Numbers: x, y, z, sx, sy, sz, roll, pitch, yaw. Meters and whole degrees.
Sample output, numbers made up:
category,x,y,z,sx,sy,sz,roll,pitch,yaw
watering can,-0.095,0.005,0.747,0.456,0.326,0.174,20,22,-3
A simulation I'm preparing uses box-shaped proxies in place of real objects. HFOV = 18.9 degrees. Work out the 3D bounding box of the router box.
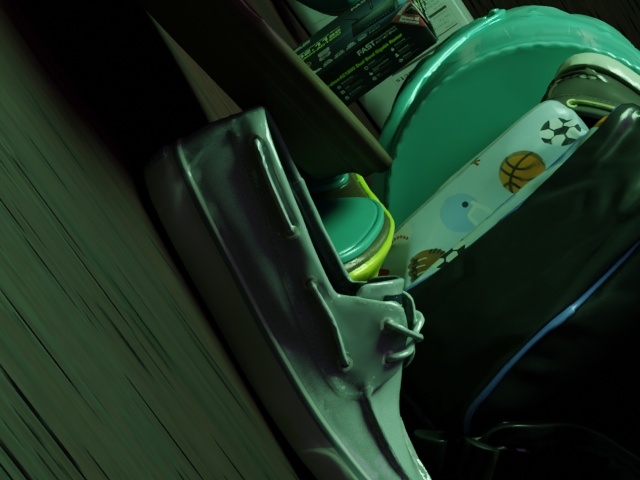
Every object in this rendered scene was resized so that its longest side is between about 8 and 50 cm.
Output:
category,x,y,z,sx,sy,sz,roll,pitch,yaw
router box,0.030,-0.152,1.520,0.038,0.122,0.092,51,12,-22

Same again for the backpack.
category,x,y,z,sx,sy,sz,roll,pitch,yaw
backpack,0.167,0.061,1.250,0.213,0.276,0.263,50,-3,43

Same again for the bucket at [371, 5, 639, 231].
category,x,y,z,sx,sy,sz,roll,pitch,yaw
bucket,0.169,-0.039,1.478,0.281,0.281,0.183,58,9,-5

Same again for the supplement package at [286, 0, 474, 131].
category,x,y,z,sx,sy,sz,roll,pitch,yaw
supplement package,0.062,-0.228,1.886,0.244,0.134,0.139,51,12,-38

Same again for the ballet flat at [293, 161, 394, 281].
category,x,y,z,sx,sy,sz,roll,pitch,yaw
ballet flat,0.000,0.000,1.069,0.231,0.077,0.077,-102,-174,-66

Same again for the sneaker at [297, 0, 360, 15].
category,x,y,z,sx,sy,sz,roll,pitch,yaw
sneaker,-0.054,-0.327,1.710,0.302,0.108,0.121,54,7,23

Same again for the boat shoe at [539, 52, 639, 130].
category,x,y,z,sx,sy,sz,roll,pitch,yaw
boat shoe,0.252,-0.042,1.330,0.228,0.081,0.068,31,45,3

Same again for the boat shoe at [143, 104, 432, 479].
category,x,y,z,sx,sy,sz,roll,pitch,yaw
boat shoe,0.005,0.040,0.908,0.227,0.081,0.079,58,9,-3

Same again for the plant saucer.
category,x,y,z,sx,sy,sz,roll,pitch,yaw
plant saucer,-0.069,-0.129,1.013,0.278,0.041,0.278,47,3,-3
